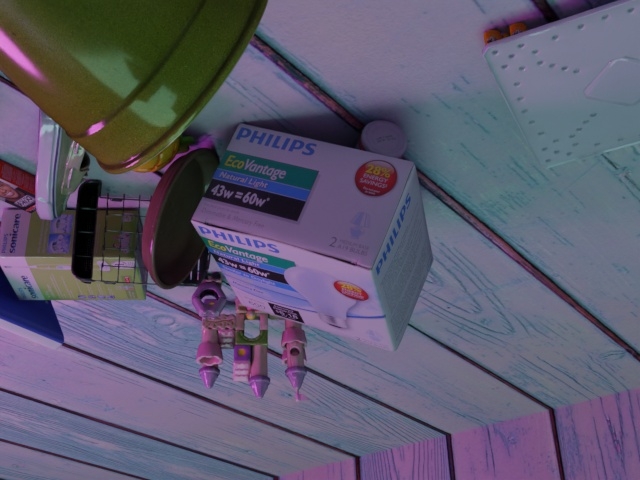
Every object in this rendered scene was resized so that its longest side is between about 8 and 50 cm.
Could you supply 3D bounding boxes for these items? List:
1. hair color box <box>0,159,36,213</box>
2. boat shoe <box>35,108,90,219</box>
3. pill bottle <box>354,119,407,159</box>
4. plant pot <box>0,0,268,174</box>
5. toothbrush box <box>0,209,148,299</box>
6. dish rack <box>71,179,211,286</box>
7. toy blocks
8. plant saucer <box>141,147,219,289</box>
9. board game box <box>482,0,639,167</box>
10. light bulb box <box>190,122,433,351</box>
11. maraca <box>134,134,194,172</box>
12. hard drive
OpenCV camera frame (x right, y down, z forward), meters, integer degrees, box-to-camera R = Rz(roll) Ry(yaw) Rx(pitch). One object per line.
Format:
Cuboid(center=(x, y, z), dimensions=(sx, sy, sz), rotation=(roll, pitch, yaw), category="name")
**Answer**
Cuboid(center=(-0.604, -0.107, 1.820), dimensions=(0.072, 0.043, 0.141), rotation=(-24, 143, 34), category="hair color box")
Cuboid(center=(-0.472, -0.138, 1.708), dimensions=(0.094, 0.109, 0.302), rotation=(4, 145, -15), category="boat shoe")
Cuboid(center=(0.101, -0.148, 1.752), dimensions=(0.087, 0.087, 0.160), rotation=(5, 149, -12), category="pill bottle")
Cuboid(center=(-0.314, -0.333, 1.192), dimensions=(0.353, 0.366, 0.366), rotation=(36, 135, -30), category="plant pot")
Cuboid(center=(-0.522, 0.034, 1.994), dimensions=(0.283, 0.122, 0.206), rotation=(-1, 151, -3), category="toothbrush box")
Cuboid(center=(-0.353, -0.005, 1.866), dimensions=(0.271, 0.208, 0.074), rotation=(4, 162, -11), category="dish rack")
Cuboid(center=(-0.169, 0.263, 2.279), dimensions=(0.288, 0.260, 0.309), rotation=(1, 150, -5), category="toy blocks")
Cuboid(center=(-0.262, -0.044, 1.750), dimensions=(0.041, 0.278, 0.278), rotation=(18, 153, 12), category="plant saucer")
Cuboid(center=(0.513, -0.286, 1.577), dimensions=(0.390, 0.050, 0.390), rotation=(-15, 148, 21), category="board game box")
Cuboid(center=(0.000, 0.000, 1.756), dimensions=(0.358, 0.225, 0.361), rotation=(15, 156, 20), category="light bulb box")
Cuboid(center=(-0.304, -0.171, 1.681), dimensions=(0.127, 0.099, 0.185), rotation=(-25, 166, 18), category="maraca")
Cuboid(center=(-0.717, 0.110, 2.038), dimensions=(0.040, 0.210, 0.318), rotation=(-44, 138, 10), category="hard drive")
